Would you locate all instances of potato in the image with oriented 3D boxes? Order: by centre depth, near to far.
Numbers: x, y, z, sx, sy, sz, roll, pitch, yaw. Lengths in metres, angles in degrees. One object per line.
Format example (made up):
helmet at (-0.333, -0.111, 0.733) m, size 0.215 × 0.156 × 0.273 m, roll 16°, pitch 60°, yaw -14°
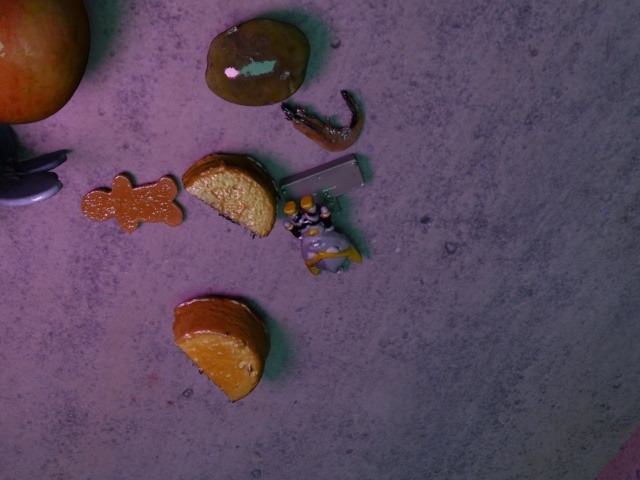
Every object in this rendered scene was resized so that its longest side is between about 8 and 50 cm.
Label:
potato at (-0.143, -0.401, 1.297) m, size 0.228 × 0.148 × 0.197 m, roll 8°, pitch 104°, yaw -9°

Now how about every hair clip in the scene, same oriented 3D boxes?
hair clip at (-0.765, -0.171, 1.250) m, size 0.392 × 0.318 × 0.238 m, roll -25°, pitch 118°, yaw 9°

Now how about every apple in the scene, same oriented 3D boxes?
apple at (-0.631, -0.403, 1.130) m, size 0.339 × 0.339 × 0.340 m, roll -3°, pitch 120°, yaw -6°

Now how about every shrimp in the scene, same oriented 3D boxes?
shrimp at (0.011, -0.311, 1.422) m, size 0.219 × 0.046 × 0.152 m, roll 25°, pitch 114°, yaw -24°

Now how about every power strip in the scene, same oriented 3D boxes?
power strip at (0.015, -0.126, 1.522) m, size 0.215 × 0.061 × 0.145 m, roll -20°, pitch 125°, yaw 5°

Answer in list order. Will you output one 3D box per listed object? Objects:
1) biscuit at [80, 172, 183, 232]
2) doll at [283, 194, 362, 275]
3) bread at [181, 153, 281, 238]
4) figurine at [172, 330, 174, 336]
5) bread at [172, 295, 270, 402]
biscuit at (-0.489, -0.100, 1.486) m, size 0.250 × 0.036 × 0.165 m, roll -6°, pitch 120°, yaw -8°
doll at (0.004, -0.001, 1.550) m, size 0.145 × 0.103 × 0.316 m, roll -35°, pitch 134°, yaw -4°
bread at (-0.204, -0.132, 1.437) m, size 0.260 × 0.160 × 0.147 m, roll 35°, pitch 104°, yaw -17°
figurine at (-0.411, 0.267, 1.704) m, size 0.050 × 0.047 × 0.083 m, roll 23°, pitch 122°, yaw -3°
bread at (-0.256, 0.290, 1.643) m, size 0.179 × 0.194 × 0.340 m, roll -28°, pitch 116°, yaw 17°
